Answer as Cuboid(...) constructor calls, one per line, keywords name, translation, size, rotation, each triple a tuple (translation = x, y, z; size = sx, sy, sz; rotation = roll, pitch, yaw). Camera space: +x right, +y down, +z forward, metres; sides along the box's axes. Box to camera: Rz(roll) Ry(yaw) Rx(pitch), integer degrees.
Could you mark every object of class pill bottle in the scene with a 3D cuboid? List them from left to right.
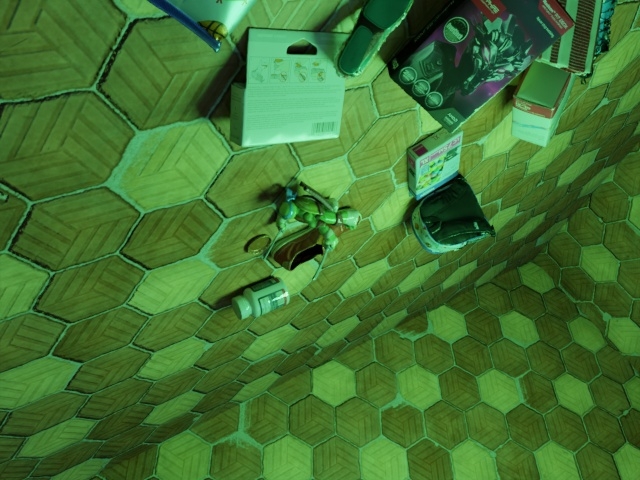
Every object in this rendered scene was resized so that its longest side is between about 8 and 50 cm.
Cuboid(name="pill bottle", translation=(-0.209, 0.203, 1.837), size=(0.180, 0.108, 0.108), rotation=(-20, 150, -27))

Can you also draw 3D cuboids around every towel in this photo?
Cuboid(name="towel", translation=(0.623, -0.577, 1.389), size=(0.329, 0.037, 0.237), rotation=(1, 100, -34))

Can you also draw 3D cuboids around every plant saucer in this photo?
Cuboid(name="plant saucer", translation=(-0.190, 0.012, 1.646), size=(0.083, 0.013, 0.083), rotation=(-27, 152, -16))

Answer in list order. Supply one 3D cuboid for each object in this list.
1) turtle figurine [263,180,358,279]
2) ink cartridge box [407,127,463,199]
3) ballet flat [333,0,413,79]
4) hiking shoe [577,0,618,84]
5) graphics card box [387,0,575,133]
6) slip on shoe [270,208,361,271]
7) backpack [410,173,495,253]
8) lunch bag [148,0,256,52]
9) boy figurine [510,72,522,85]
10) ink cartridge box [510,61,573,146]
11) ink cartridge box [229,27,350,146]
Cuboid(name="turtle figurine", translation=(-0.028, -0.031, 1.568), size=(0.198, 0.274, 0.266), rotation=(-12, 180, 44))
Cuboid(name="ink cartridge box", translation=(0.391, -0.254, 1.833), size=(0.186, 0.065, 0.311), rotation=(-32, 155, -6))
Cuboid(name="ballet flat", translation=(0.107, -0.453, 1.145), size=(0.241, 0.091, 0.077), rotation=(-50, -169, 6))
Cuboid(name="hiking shoe", translation=(0.858, -0.643, 1.642), size=(0.113, 0.132, 0.304), rotation=(-25, 152, -19))
Cuboid(name="graphics card box", translation=(0.367, -0.460, 1.254), size=(0.233, 0.094, 0.371), rotation=(36, 121, -23))
Cuboid(name="slip on shoe", translation=(0.000, 0.000, 1.752), size=(0.331, 0.101, 0.123), rotation=(-28, 151, -17))
Cuboid(name="backpack", translation=(0.479, -0.077, 2.039), size=(0.263, 0.276, 0.213), rotation=(-17, 162, -25))
Cuboid(name="lunch bag", translation=(-0.185, -0.474, 0.612), size=(0.328, 0.239, 0.385), rotation=(-43, 137, 18))
Cuboid(name="boy figurine", translation=(0.526, -0.530, 1.493), size=(0.177, 0.092, 0.285), rotation=(-43, 153, 15))
Cuboid(name="ink cartridge box", translation=(0.695, -0.456, 1.647), size=(0.226, 0.131, 0.306), rotation=(-64, 160, -3))
Cuboid(name="ink cartridge box", translation=(-0.064, -0.336, 1.167), size=(0.275, 0.060, 0.238), rotation=(-13, 122, -37))
